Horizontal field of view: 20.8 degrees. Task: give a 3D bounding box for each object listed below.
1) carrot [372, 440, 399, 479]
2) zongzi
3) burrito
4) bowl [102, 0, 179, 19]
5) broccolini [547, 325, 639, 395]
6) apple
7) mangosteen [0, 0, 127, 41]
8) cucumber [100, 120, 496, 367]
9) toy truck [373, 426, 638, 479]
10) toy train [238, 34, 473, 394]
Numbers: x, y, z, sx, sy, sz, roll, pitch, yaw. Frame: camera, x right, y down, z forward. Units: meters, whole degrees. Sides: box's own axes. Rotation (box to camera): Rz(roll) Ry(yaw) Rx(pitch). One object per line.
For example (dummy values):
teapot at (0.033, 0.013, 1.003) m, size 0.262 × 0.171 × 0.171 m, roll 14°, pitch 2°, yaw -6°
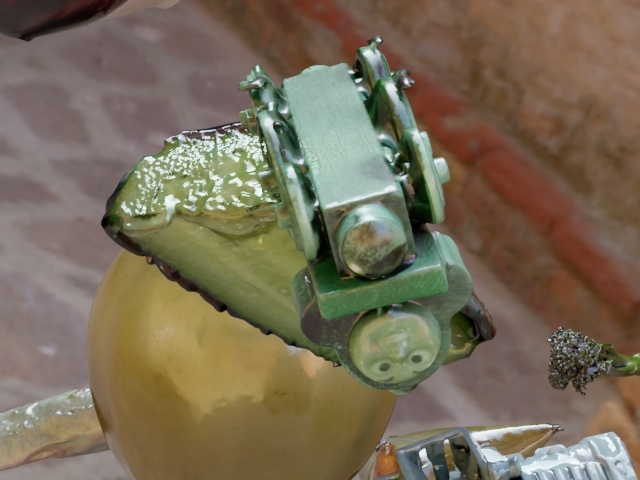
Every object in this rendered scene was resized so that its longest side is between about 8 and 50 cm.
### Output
carrot at (0.084, 0.287, 1.729) m, size 0.062 × 0.271 × 0.066 m, roll -36°, pitch 39°, yaw -12°
zongzi at (0.169, 0.270, 2.194) m, size 0.115 × 0.256 × 0.228 m, roll 61°, pitch -2°, yaw -6°
burrito at (-0.202, 0.165, 1.642) m, size 0.309 × 0.066 × 0.096 m, roll -18°, pitch -2°, yaw 9°
bowl at (-0.144, -0.301, 1.474) m, size 0.144 × 0.287 × 0.287 m, roll 35°, pitch 20°, yaw -19°
broccolini at (0.321, 0.125, 1.736) m, size 0.216 × 0.058 × 0.067 m, roll 8°, pitch 49°, yaw -29°
apple at (-0.065, 0.098, 1.404) m, size 0.262 × 0.262 × 0.262 m, roll 16°, pitch 25°, yaw -8°
mangosteen at (-0.184, -0.220, 1.056) m, size 0.210 × 0.210 × 0.210 m, roll 16°, pitch 25°, yaw -8°
cucumber at (0.000, 0.000, 0.893) m, size 0.193 × 0.115 × 0.085 m, roll 39°, pitch 42°, yaw -27°
toy truck at (0.093, 0.234, 0.995) m, size 0.184 × 0.338 × 0.133 m, roll -7°, pitch 51°, yaw -13°
toy train at (0.013, -0.012, 0.695) m, size 0.071 × 0.104 × 0.178 m, roll -13°, pitch 25°, yaw -2°
